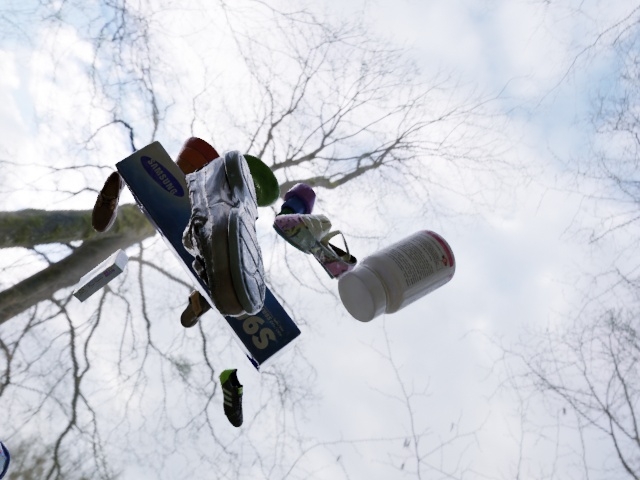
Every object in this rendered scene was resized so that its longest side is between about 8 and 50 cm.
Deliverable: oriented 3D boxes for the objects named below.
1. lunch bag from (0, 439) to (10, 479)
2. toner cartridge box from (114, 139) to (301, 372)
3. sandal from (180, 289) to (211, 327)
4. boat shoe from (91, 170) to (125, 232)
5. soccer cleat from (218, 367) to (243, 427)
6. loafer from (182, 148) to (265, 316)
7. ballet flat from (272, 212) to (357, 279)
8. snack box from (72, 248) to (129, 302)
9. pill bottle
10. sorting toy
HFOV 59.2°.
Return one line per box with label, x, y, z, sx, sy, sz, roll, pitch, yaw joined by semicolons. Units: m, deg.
lunch bag;-0.665;0.375;0.978;0.219;0.090;0.176;37;-92;18
toner cartridge box;-0.164;0.031;0.839;0.347;0.075;0.165;52;-16;9
sandal;-0.395;0.195;1.778;0.219;0.060;0.090;-47;-128;27
boat shoe;-0.577;-0.108;1.522;0.064;0.060;0.177;18;-98;-10
soccer cleat;-0.262;0.475;1.706;0.072;0.060;0.178;-24;-104;35
loafer;-0.113;-0.007;0.626;0.084;0.267;0.096;-16;-54;3
ballet flat;0.000;0.000;1.021;0.079;0.076;0.221;-37;-42;10
snack box;-0.579;0.092;1.489;0.141;0.100;0.037;-36;-68;6
pill bottle;0.192;0.089;1.420;0.160;0.283;0.160;33;-45;41
sorting toy;-0.189;-0.103;1.168;0.366;0.126;0.127;22;-43;26
